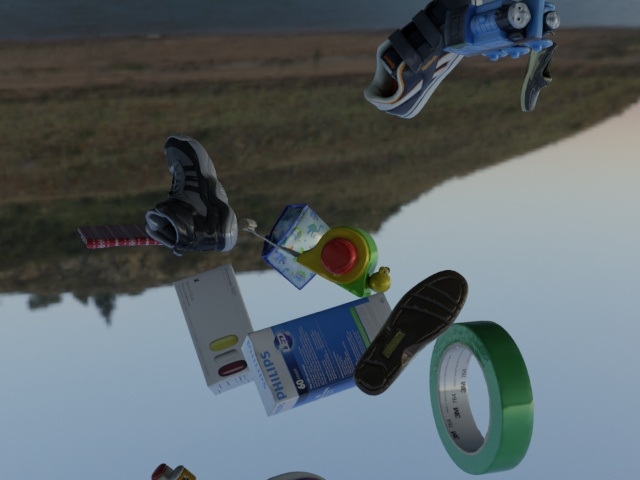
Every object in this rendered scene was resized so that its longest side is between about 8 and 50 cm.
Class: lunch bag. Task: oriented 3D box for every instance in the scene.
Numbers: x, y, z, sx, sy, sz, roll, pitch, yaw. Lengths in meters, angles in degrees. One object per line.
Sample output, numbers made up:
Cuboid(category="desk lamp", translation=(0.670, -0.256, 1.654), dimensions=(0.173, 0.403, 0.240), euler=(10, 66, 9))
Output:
Cuboid(category="lunch bag", translation=(-0.051, 0.015, 2.145), dimensions=(0.129, 0.151, 0.096), euler=(43, 153, -27))

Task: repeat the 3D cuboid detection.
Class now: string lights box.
Cuboid(category="string lights box", translation=(0.011, 0.192, 1.655), dimensions=(0.259, 0.133, 0.077), euler=(-15, 159, -21))

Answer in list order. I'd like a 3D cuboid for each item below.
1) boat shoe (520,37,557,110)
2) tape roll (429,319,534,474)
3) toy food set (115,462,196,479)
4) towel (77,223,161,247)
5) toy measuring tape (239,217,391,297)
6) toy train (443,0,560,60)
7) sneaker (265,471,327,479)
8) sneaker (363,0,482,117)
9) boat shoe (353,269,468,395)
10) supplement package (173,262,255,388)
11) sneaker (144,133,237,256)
Cuboid(category="boat shoe", translation=(0.429, -0.321, 1.896), dimensions=(0.049, 0.152, 0.056), euler=(20, -144, 24))
Cuboid(category="tape roll", translation=(0.335, 0.332, 2.055), dimensions=(0.077, 0.321, 0.321), euler=(-2, -173, -20))
Cuboid(category="toy food set", translation=(-0.339, 0.476, 1.750), dimensions=(0.232, 0.104, 0.111), euler=(-48, -171, 2))
Cuboid(category="towel", translation=(-0.353, -0.008, 1.999), dimensions=(0.274, 0.031, 0.199), euler=(-3, -171, -19))
Cuboid(category="toy measuring tape", translation=(0.000, 0.000, 1.851), dimensions=(0.330, 0.121, 0.121), euler=(29, -159, 22))
Cuboid(category="toy train", translation=(0.268, -0.316, 1.437), dimensions=(0.105, 0.080, 0.184), euler=(4, 180, -30))
Cuboid(category="sneaker", translation=(0.019, 0.494, 1.728), dimensions=(0.305, 0.114, 0.152), euler=(15, 151, -17))
Cuboid(category="sneaker", translation=(0.208, -0.395, 2.009), dimensions=(0.127, 0.321, 0.126), euler=(8, -143, -35))
Cuboid(category="boat shoe", translation=(0.111, 0.112, 1.217), dimensions=(0.190, 0.068, 0.072), euler=(-45, 171, 3))
Cuboid(category="supplement package", translation=(-0.234, 0.214, 2.308), dimensions=(0.145, 0.262, 0.204), euler=(-20, 168, -7))
Cuboid(category="sneaker", translation=(-0.273, -0.088, 1.850), dimensions=(0.153, 0.269, 0.101), euler=(-14, 155, -34))
